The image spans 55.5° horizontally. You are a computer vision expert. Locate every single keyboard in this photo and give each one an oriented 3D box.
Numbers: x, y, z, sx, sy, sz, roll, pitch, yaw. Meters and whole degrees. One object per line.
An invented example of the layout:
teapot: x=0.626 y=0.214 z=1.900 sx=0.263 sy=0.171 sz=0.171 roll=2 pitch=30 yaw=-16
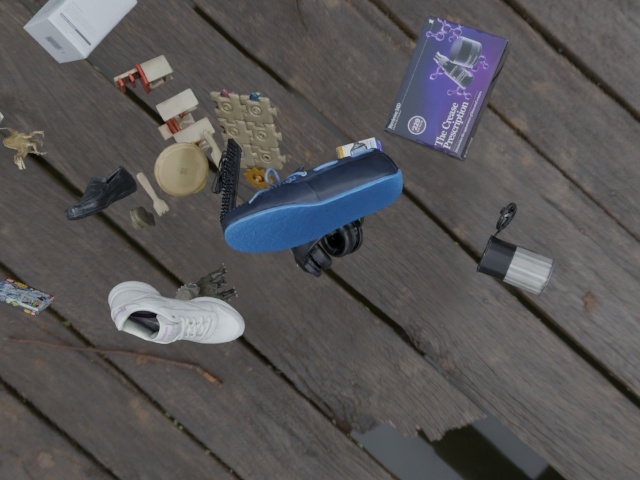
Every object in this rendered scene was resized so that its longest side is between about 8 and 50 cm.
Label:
keyboard: x=-0.201 y=-0.114 z=1.264 sx=0.038 sy=0.100 sz=0.192 roll=0 pitch=113 yaw=-24

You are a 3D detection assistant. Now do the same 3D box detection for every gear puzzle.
gear puzzle: x=-0.174 y=-0.261 z=1.616 sx=0.175 sy=0.339 sz=0.044 roll=9 pitch=52 yaw=15

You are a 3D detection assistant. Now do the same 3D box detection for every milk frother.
milk frother: x=0.405 y=0.016 z=1.221 sx=0.134 sy=0.129 sz=0.143 roll=22 pitch=135 yaw=13

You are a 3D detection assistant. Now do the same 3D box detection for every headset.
headset: x=0.000 y=0.000 z=1.927 sx=0.243 sy=0.394 sz=0.185 roll=-33 pitch=71 yaw=-24

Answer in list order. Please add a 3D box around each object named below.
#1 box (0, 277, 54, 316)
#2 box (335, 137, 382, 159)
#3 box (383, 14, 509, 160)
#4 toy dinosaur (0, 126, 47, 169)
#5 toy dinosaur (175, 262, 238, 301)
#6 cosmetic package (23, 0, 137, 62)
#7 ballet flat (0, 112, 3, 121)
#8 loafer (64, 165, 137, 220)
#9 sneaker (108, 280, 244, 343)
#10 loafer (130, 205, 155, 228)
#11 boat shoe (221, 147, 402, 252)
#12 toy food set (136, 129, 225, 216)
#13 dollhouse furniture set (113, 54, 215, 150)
box: x=-0.805 y=0.152 z=1.636 sx=0.137 sy=0.094 sz=0.027 roll=23 pitch=107 yaw=-3
box: x=0.119 y=-0.254 z=1.804 sx=0.136 sy=0.028 sz=0.081 roll=-17 pitch=101 yaw=-18
box: x=0.275 y=-0.329 z=1.330 sx=0.184 sy=0.103 sz=0.261 roll=23 pitch=99 yaw=18
toy dinosaur: x=-0.714 y=-0.242 z=1.461 sx=0.092 sy=0.183 sz=0.053 roll=-8 pitch=134 yaw=-35
toy dinosaur: x=-0.312 y=0.148 z=1.590 sx=0.160 sy=0.313 sz=0.121 roll=-21 pitch=86 yaw=-21
cosmetic package: x=-0.665 y=-0.625 z=1.681 sx=0.225 sy=0.224 sz=0.138 roll=-55 pitch=128 yaw=-18
ballet flat: x=-0.770 y=-0.279 z=1.334 sx=0.096 sy=0.280 sz=0.095 roll=27 pitch=88 yaw=0
loafer: x=-0.528 y=-0.113 z=1.444 sx=0.076 sy=0.223 sz=0.078 roll=-15 pitch=108 yaw=30
sneaker: x=-0.308 y=0.186 z=1.321 sx=0.305 sy=0.152 sz=0.114 roll=15 pitch=108 yaw=-25
loafer: x=-0.486 y=-0.055 z=1.638 sx=0.050 sy=0.148 sz=0.056 roll=-19 pitch=82 yaw=-2
boat shoe: x=-0.015 y=-0.056 z=0.853 sx=0.258 sy=0.109 sz=0.089 roll=-16 pitch=54 yaw=-12
toy food set: x=-0.307 y=-0.155 z=1.345 sx=0.192 sy=0.038 sz=0.132 roll=-35 pitch=128 yaw=-15
dollhouse furniture set: x=-0.386 y=-0.311 z=1.519 sx=0.135 sy=0.262 sz=0.259 roll=-31 pitch=97 yaw=-13
